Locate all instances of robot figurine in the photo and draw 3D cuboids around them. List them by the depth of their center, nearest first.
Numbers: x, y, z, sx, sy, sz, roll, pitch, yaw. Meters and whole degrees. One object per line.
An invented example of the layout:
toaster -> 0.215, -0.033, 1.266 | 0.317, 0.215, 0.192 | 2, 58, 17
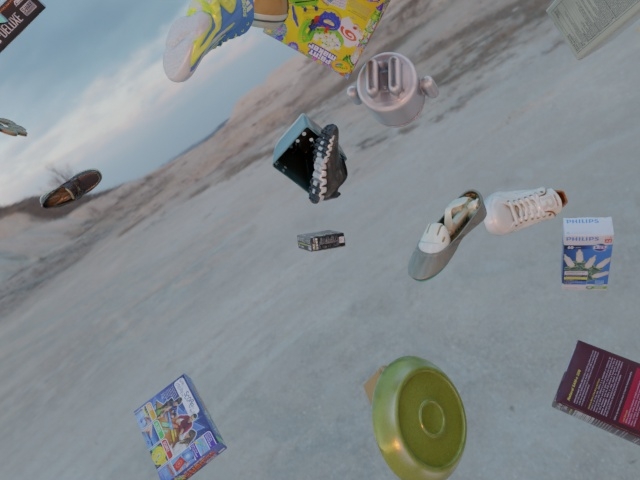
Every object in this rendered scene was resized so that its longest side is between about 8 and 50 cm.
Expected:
robot figurine -> 0.242, -0.497, 2.013 | 0.300, 0.200, 0.353 | 2, -4, 16

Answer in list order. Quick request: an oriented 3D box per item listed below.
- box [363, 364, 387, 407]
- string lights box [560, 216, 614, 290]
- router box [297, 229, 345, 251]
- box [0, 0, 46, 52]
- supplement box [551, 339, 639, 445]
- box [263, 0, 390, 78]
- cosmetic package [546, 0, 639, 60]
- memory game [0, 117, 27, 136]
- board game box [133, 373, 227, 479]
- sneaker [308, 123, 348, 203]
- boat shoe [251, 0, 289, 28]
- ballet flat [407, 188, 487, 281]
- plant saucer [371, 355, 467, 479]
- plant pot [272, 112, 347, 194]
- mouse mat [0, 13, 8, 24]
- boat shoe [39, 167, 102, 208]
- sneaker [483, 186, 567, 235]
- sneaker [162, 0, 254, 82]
box -> 0.192, 0.478, 1.720 | 0.021, 0.201, 0.164 | -11, -28, -24
string lights box -> 0.795, 0.043, 1.806 | 0.133, 0.259, 0.077 | -1, 48, 19
router box -> 0.000, 0.000, 1.568 | 0.092, 0.038, 0.122 | -10, 7, -19
box -> -0.841, -0.564, 1.594 | 0.242, 0.076, 0.307 | -45, 31, -1
supplement box -> 0.566, 0.293, 1.099 | 0.239, 0.073, 0.130 | 22, 72, 24
box -> 0.023, -0.688, 1.808 | 0.279, 0.290, 0.177 | -59, 10, 21
cosmetic package -> 0.664, -0.559, 1.373 | 0.113, 0.160, 0.309 | -31, -2, -5
memory game -> -0.692, -0.250, 1.222 | 0.186, 0.186, 0.012 | -118, 50, -76
board game box -> -0.292, 0.388, 1.239 | 0.136, 0.035, 0.201 | -37, 46, -6
sneaker -> 0.033, -0.218, 1.721 | 0.106, 0.234, 0.078 | -4, 25, -30
boat shoe -> -0.199, -0.683, 1.463 | 0.187, 0.156, 0.500 | -6, 43, -25
ballet flat -> 0.214, -0.017, 1.040 | 0.072, 0.068, 0.213 | 17, 48, 42
plant saucer -> 0.197, 0.332, 1.119 | 0.037, 0.241, 0.241 | -28, 15, 47
plant pot -> -0.043, -0.298, 1.909 | 0.166, 0.165, 0.234 | -45, 26, 20
mouse mat -> -0.626, -0.365, 0.990 | 0.190, 0.007, 0.152 | -14, 34, -30
boat shoe -> -0.574, -0.113, 1.391 | 0.152, 0.056, 0.049 | -33, 32, -5
sneaker -> 0.500, -0.087, 1.454 | 0.290, 0.106, 0.123 | -17, -3, -43
sneaker -> -0.173, -0.360, 1.021 | 0.091, 0.126, 0.240 | 17, 84, 40
